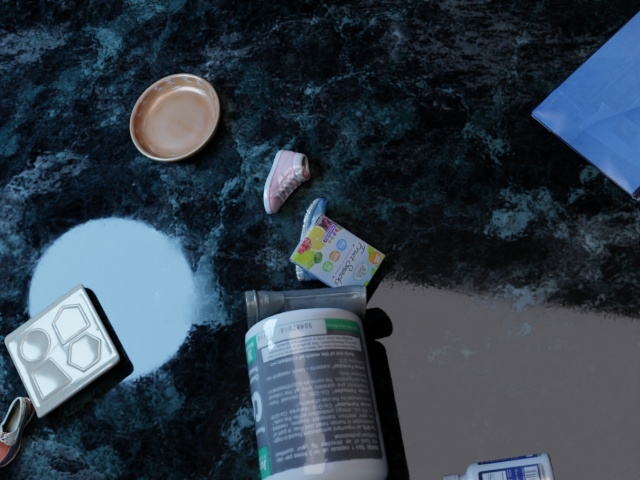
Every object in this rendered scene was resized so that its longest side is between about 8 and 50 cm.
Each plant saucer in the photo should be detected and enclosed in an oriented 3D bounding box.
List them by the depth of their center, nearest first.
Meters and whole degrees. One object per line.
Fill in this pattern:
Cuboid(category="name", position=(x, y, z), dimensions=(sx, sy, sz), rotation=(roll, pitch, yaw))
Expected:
Cuboid(category="plant saucer", position=(-0.295, -0.249, 1.789), dimensions=(0.200, 0.037, 0.200), rotation=(-5, 69, 14))

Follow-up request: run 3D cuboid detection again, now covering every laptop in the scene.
Cuboid(category="laptop", position=(0.624, -0.260, 1.420), dimensions=(0.382, 0.408, 0.236), rotation=(-43, 98, -2))

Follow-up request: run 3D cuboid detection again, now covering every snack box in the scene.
Cuboid(category="snack box", position=(0.030, 0.031, 1.555), dimensions=(0.141, 0.037, 0.100), rotation=(33, 83, -7))

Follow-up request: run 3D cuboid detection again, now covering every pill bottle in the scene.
Cuboid(category="pill bottle", position=(0.281, 0.390, 1.351), dimensions=(0.169, 0.094, 0.094), rotation=(-11, 68, 12))
Cuboid(category="pill bottle", position=(-0.003, 0.308, 1.404), dimensions=(0.204, 0.204, 0.361), rotation=(-14, 67, 11))

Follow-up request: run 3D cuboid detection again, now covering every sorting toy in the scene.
Cuboid(category="sorting toy", position=(-0.500, 0.213, 1.683), dimensions=(0.193, 0.038, 0.208), rotation=(-36, 60, 1))

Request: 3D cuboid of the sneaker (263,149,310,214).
Cuboid(category="sneaker", position=(-0.061, -0.112, 1.660), dimensions=(0.070, 0.051, 0.134), rotation=(6, 68, 24))

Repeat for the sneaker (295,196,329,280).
Cuboid(category="sneaker", position=(0.000, 0.000, 1.606), dimensions=(0.073, 0.063, 0.162), rotation=(8, 79, 4))

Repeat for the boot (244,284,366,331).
Cuboid(category="boot", position=(-0.026, 0.121, 1.525), dimensions=(0.208, 0.189, 0.076), rotation=(-8, 78, -7))

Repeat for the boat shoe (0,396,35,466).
Cuboid(category="boat shoe", position=(-0.589, 0.362, 1.646), dimensions=(0.049, 0.043, 0.137), rotation=(21, 79, 20))
